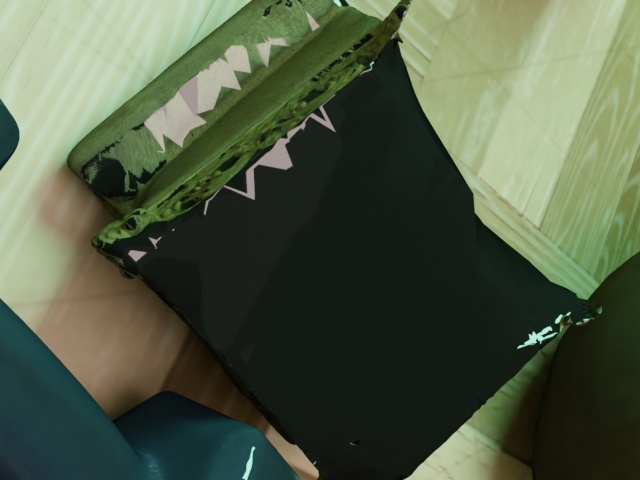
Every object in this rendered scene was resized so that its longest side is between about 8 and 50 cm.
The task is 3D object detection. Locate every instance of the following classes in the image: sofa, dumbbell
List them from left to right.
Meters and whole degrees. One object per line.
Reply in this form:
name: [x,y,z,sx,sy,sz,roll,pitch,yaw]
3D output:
dumbbell: [-0.135,0.064,0.385,0.316,0.143,0.156,58,29,-33]
sofa: [0.000,0.000,0.537,0.200,0.182,0.258,-42,117,-9]

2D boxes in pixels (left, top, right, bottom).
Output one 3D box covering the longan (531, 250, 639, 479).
longan: [0.365,0.151,0.696,0.404,0.336,0.404,-8,125,-11]
